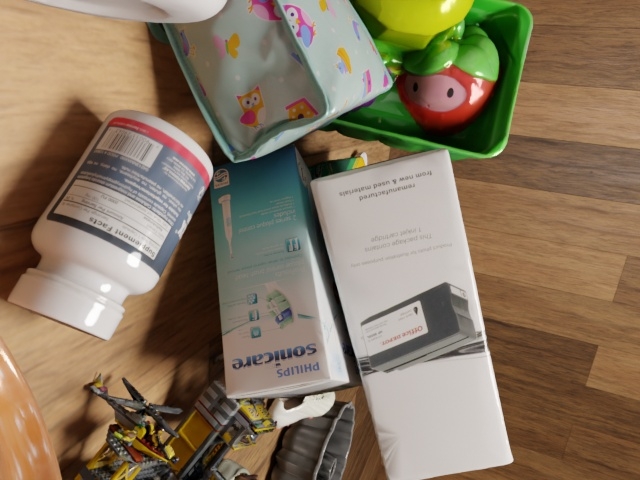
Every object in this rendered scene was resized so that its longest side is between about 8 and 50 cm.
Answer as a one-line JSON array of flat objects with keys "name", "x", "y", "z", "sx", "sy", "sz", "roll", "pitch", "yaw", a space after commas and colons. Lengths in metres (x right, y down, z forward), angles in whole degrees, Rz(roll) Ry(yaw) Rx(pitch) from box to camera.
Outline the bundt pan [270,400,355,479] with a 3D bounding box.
[{"name": "bundt pan", "x": -0.024, "y": 0.549, "z": 1.137, "sx": 0.331, "sy": 0.124, "sz": 0.330, "roll": 13, "pitch": 90, "yaw": -70}]

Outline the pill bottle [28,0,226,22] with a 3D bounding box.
[{"name": "pill bottle", "x": -0.131, "y": -0.304, "z": 0.244, "sx": 0.181, "sy": 0.182, "sz": 0.322, "roll": -30, "pitch": 130, "yaw": -64}]

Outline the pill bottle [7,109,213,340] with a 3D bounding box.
[{"name": "pill bottle", "x": -0.179, "y": -0.012, "z": 0.398, "sx": 0.108, "sy": 0.108, "sz": 0.180, "roll": 65, "pitch": 42, "yaw": -60}]

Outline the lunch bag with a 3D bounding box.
[{"name": "lunch bag", "x": -0.060, "y": -0.246, "z": 0.505, "sx": 0.262, "sy": 0.160, "sz": 0.223, "roll": 61, "pitch": 33, "yaw": -11}]

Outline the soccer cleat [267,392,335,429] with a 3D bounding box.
[{"name": "soccer cleat", "x": -0.031, "y": 0.356, "z": 1.008, "sx": 0.196, "sy": 0.068, "sz": 0.076, "roll": -4, "pitch": 123, "yaw": -46}]

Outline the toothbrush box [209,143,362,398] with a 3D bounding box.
[{"name": "toothbrush box", "x": -0.041, "y": 0.058, "z": 0.627, "sx": 0.216, "sy": 0.126, "sz": 0.295, "roll": 52, "pitch": 27, "yaw": -65}]

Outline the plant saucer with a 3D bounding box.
[{"name": "plant saucer", "x": -0.221, "y": 0.124, "z": 0.288, "sx": 0.037, "sy": 0.200, "sz": 0.200, "roll": -25, "pitch": 133, "yaw": -23}]

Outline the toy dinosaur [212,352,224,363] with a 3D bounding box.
[{"name": "toy dinosaur", "x": -0.083, "y": 0.134, "z": 0.812, "sx": 0.268, "sy": 0.064, "sz": 0.118, "roll": -11, "pitch": 125, "yaw": -66}]

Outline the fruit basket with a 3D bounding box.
[{"name": "fruit basket", "x": 0.118, "y": -0.294, "z": 0.658, "sx": 0.392, "sy": 0.392, "sz": 0.282, "roll": 32, "pitch": 71, "yaw": -69}]

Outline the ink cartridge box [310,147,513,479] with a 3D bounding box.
[{"name": "ink cartridge box", "x": 0.125, "y": 0.080, "z": 0.665, "sx": 0.285, "sy": 0.166, "sz": 0.394, "roll": -58, "pitch": 135, "yaw": -78}]

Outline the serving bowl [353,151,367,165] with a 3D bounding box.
[{"name": "serving bowl", "x": 0.093, "y": -0.184, "z": 1.161, "sx": 0.083, "sy": 0.027, "sz": 0.083, "roll": 12, "pitch": 90, "yaw": -70}]

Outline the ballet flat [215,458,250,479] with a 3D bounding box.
[{"name": "ballet flat", "x": -0.182, "y": 0.443, "z": 0.719, "sx": 0.213, "sy": 0.068, "sz": 0.072, "roll": -48, "pitch": 146, "yaw": -54}]

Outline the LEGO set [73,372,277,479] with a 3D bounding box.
[{"name": "LEGO set", "x": -0.114, "y": 0.278, "z": 0.528, "sx": 0.192, "sy": 0.255, "sz": 0.331, "roll": -51, "pitch": 148, "yaw": -5}]

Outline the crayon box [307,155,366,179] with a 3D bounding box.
[{"name": "crayon box", "x": 0.060, "y": -0.019, "z": 0.902, "sx": 0.165, "sy": 0.081, "sz": 0.278, "roll": -24, "pitch": 97, "yaw": -59}]
